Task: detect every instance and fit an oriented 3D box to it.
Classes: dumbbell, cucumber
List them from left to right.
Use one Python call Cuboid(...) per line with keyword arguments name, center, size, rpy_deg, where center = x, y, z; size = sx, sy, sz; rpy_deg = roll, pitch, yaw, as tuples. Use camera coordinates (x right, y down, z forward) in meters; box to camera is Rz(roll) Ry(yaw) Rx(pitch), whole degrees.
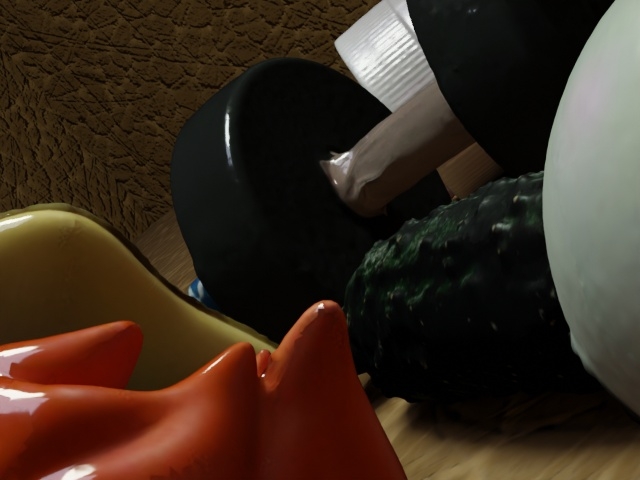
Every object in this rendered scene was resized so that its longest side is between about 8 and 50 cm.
Cuboid(name="dumbbell", center=(0.051, -0.049, 0.871), size=(0.218, 0.152, 0.152), rpy_deg=(-36, 7, 35))
Cuboid(name="cucumber", center=(0.059, 0.021, 0.688), size=(0.303, 0.081, 0.072), rpy_deg=(160, 126, -72))

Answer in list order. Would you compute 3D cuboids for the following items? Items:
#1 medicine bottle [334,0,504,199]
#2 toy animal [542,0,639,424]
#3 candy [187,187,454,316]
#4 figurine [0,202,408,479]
Cuboid(name="medicine bottle", center=(0.141, -0.146, 1.125), size=(0.249, 0.133, 0.133), rpy_deg=(-40, 6, 7))
Cuboid(name="toy animal", center=(0.124, -0.021, 0.383), size=(0.179, 0.138, 0.166), rpy_deg=(-52, -9, -28))
Cuboid(name="candy", center=(0.000, 0.000, 1.202), size=(0.160, 0.073, 0.092), rpy_deg=(-44, 6, -33))
Cuboid(name="figurine", center=(-0.069, 0.099, 0.452), size=(0.208, 0.181, 0.257), rpy_deg=(-8, 22, 3))
